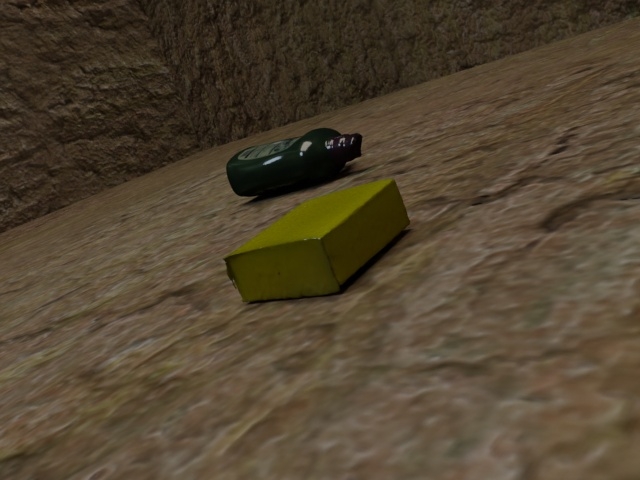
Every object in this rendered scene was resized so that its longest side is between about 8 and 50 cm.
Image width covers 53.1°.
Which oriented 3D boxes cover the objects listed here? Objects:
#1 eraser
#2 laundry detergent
[{"bbox_3d":[0.000,0.000,0.496,0.097,0.045,0.122,-11,17,35],"label":"eraser"},{"bbox_3d":[-0.024,-0.123,0.945,0.222,0.078,0.144,-11,12,36],"label":"laundry detergent"}]
